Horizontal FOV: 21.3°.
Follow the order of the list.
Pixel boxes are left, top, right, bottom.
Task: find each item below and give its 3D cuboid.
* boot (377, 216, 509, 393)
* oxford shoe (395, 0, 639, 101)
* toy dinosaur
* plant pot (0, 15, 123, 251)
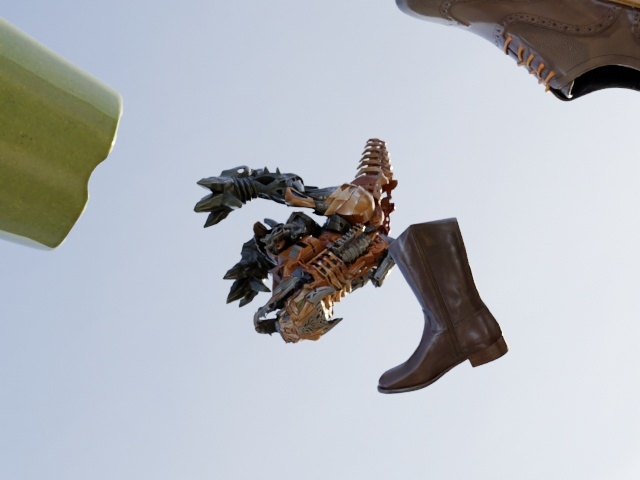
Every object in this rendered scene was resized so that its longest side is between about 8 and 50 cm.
[{"bbox_3d":[0.068,0.044,1.211,0.106,0.114,0.037,-23,13,14],"label":"boot"},{"bbox_3d":[0.246,-0.232,1.881,0.130,0.364,0.132,52,-130,-73],"label":"oxford shoe"},{"bbox_3d":[0.000,0.000,1.834,0.322,0.218,0.164,-32,-60,-58],"label":"toy dinosaur"},{"bbox_3d":[-0.345,-0.117,1.687,0.254,0.276,0.276,24,-70,-18],"label":"plant pot"}]
